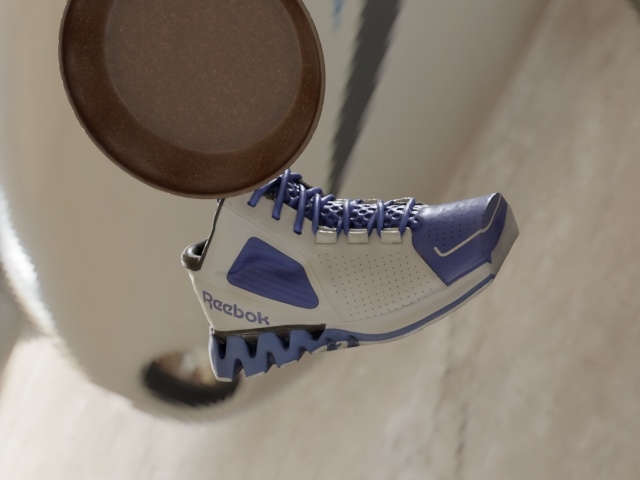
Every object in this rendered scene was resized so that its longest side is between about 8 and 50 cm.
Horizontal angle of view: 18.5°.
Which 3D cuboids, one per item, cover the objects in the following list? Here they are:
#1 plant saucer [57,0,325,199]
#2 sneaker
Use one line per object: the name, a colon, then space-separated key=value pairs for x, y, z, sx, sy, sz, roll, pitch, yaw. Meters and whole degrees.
plant saucer: x=-0.087 y=-0.127 z=1.390 sx=0.198 sy=0.198 sz=0.036 roll=-58 pitch=-2 yaw=27
sneaker: x=-0.001 y=0.000 z=1.740 sx=0.315 sy=0.182 sz=0.127 roll=-20 pitch=18 yaw=25
